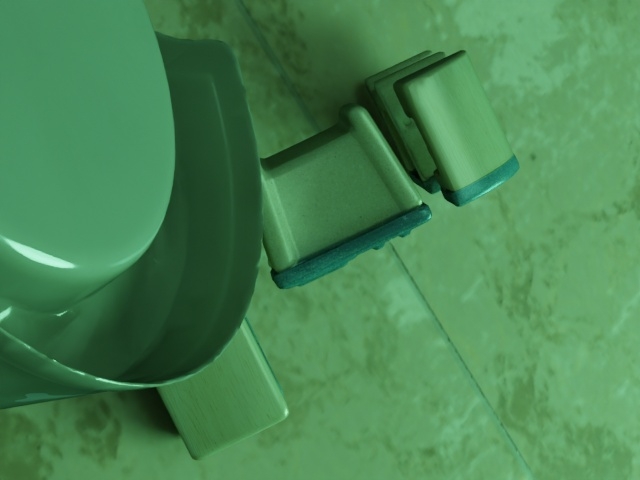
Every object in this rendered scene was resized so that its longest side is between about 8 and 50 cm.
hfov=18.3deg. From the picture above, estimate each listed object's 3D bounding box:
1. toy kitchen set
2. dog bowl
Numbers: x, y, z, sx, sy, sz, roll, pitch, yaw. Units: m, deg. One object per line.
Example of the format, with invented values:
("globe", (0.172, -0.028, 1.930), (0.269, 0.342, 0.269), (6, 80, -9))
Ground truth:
("toy kitchen set", (0.000, 0.000, 1.022), (0.207, 0.166, 0.122), (-25, 97, -1))
("dog bowl", (-0.162, -0.087, 0.807), (0.349, 0.102, 0.348), (47, 29, -37))
